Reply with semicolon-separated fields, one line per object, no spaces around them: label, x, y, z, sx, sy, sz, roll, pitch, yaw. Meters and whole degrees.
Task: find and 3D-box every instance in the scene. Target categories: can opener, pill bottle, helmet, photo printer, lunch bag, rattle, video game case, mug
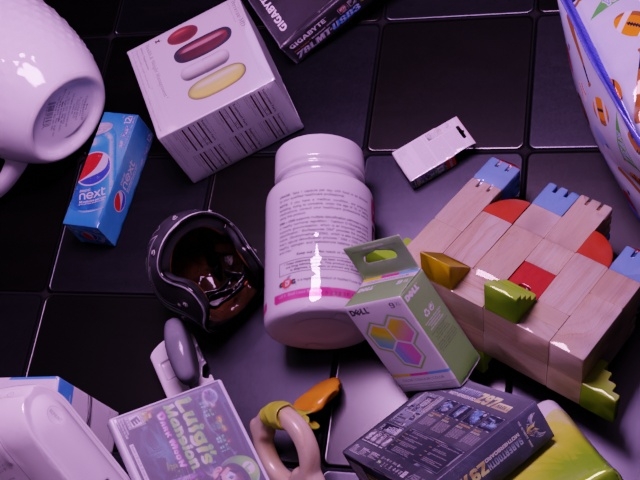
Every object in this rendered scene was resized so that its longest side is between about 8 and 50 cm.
can opener;-0.173;0.245;1.594;0.074;0.093;0.280;-29;64;1
pill bottle;0.000;0.000;1.617;0.160;0.160;0.283;-8;63;14
helmet;-0.176;0.038;1.646;0.169;0.169;0.161;-45;69;-8
photo printer;-0.380;0.335;1.466;0.256;0.307;0.107;-27;18;26
lunch bag;0.479;-0.152;1.452;0.239;0.328;0.385;-21;59;12
rattle;-0.003;0.307;1.540;0.130;0.143;0.199;-42;71;31
video game case;-0.168;0.296;1.495;0.173;0.022;0.190;-17;69;-33
mug;-0.551;-0.240;1.875;0.328;0.276;0.374;34;108;21

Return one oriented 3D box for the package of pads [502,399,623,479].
package of pads;0.209;0.331;1.360;0.296;0.101;0.229;-30;15;2

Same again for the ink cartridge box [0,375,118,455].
ink cartridge box;-0.393;0.256;1.593;0.140;0.190;0.082;-4;65;16

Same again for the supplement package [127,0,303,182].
supplement package;-0.168;-0.241;1.798;0.203;0.149;0.194;-27;59;4

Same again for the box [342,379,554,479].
box;0.153;0.254;1.401;0.183;0.059;0.233;-36;15;-18

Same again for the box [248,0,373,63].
box;-0.005;-0.494;1.892;0.293;0.073;0.295;-36;58;10

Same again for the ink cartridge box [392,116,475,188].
ink cartridge box;0.174;-0.134;1.707;0.115;0.029;0.063;-30;59;0

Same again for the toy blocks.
toy blocks;0.291;0.037;1.506;0.381;0.190;0.261;28;57;30

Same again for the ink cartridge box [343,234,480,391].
ink cartridge box;0.106;0.100;1.475;0.109;0.209;0.062;-15;26;48

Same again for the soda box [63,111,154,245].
soda box;-0.343;-0.101;1.827;0.067;0.071;0.210;7;67;20
